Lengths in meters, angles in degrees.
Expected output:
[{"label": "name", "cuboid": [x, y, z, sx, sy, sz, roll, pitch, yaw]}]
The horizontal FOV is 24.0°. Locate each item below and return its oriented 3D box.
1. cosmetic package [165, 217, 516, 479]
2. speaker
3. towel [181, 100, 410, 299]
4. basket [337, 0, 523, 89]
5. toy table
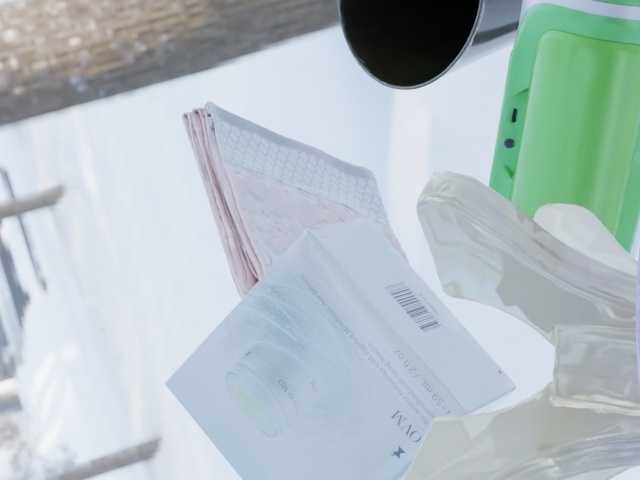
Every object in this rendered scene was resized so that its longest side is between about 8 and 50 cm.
[{"label": "cosmetic package", "cuboid": [0.016, 0.138, 1.422, 0.224, 0.224, 0.138, 49, -156, 15]}, {"label": "speaker", "cuboid": [0.207, -0.088, 1.196, 0.131, 0.131, 0.296, -124, 35, -55]}, {"label": "towel", "cuboid": [0.000, 0.000, 1.788, 0.332, 0.053, 0.317, 21, -142, -44]}, {"label": "basket", "cuboid": [0.157, -0.245, 1.344, 0.154, 0.227, 0.204, 58, 143, 13]}, {"label": "toy table", "cuboid": [0.158, 0.074, 0.829, 0.161, 0.252, 0.274, 3, 121, 30]}]
